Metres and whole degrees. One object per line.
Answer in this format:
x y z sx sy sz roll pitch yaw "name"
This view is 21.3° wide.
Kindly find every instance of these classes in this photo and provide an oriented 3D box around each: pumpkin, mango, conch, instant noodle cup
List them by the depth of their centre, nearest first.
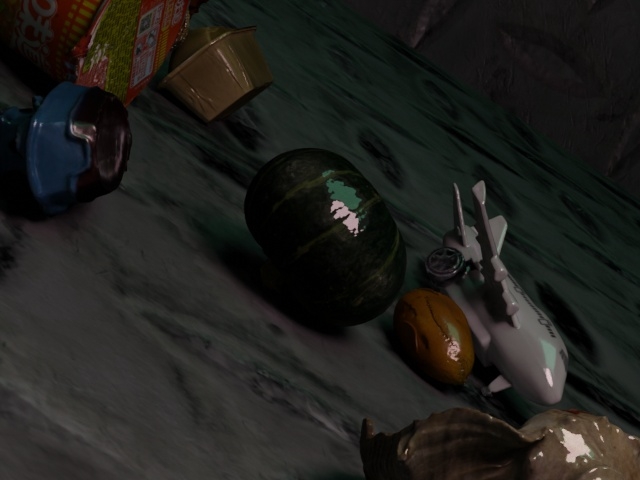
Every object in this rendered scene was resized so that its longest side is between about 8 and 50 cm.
0.111 0.171 1.152 0.178 0.163 0.245 48 -19 -15 "conch"
0.003 -0.002 1.486 0.167 0.125 0.167 44 -27 30 "pumpkin"
0.109 0.088 1.578 0.077 0.063 0.127 38 13 -26 "mango"
-0.259 -0.244 1.615 0.212 0.193 0.193 30 13 14 "instant noodle cup"

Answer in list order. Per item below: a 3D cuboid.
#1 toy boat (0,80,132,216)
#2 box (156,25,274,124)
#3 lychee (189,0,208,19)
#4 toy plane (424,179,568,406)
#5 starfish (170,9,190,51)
-0.208 -0.075 1.348 0.097 0.100 0.223 -1 10 1 "toy boat"
-0.117 -0.192 1.892 0.111 0.111 0.177 37 14 4 "box"
-0.200 -0.337 1.991 0.238 0.200 0.200 15 21 -23 "lychee"
0.171 0.070 1.681 0.251 0.101 0.255 73 -3 -48 "toy plane"
-0.206 -0.256 1.815 0.146 0.074 0.190 40 51 -6 "starfish"
